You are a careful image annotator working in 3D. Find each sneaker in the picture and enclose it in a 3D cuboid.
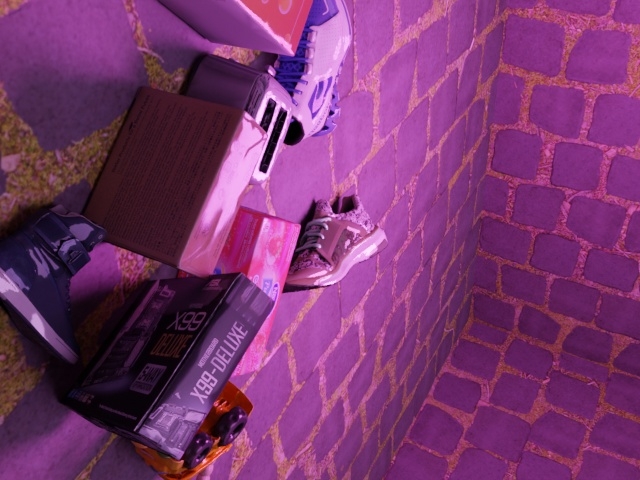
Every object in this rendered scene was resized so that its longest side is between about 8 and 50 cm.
[{"bbox_3d":[-0.344,0.057,0.874,0.163,0.086,0.226,-52,147,-31],"label":"sneaker"},{"bbox_3d":[0.000,0.000,1.540,0.410,0.158,0.182,-32,103,-52],"label":"sneaker"},{"bbox_3d":[-0.040,-0.307,1.205,0.182,0.128,0.315,-47,147,-46],"label":"sneaker"}]

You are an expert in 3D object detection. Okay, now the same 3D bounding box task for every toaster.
[{"bbox_3d":[-0.146,-0.183,1.048,0.129,0.147,0.226,29,80,-64],"label":"toaster"}]

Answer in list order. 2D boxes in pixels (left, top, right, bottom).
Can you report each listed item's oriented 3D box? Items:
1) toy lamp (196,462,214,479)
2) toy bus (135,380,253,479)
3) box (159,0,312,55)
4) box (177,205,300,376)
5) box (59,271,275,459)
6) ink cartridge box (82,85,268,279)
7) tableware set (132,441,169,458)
[{"bbox_3d":[-0.240,0.481,1.380,0.080,0.080,0.274,15,93,-65],"label":"toy lamp"},{"bbox_3d":[-0.261,0.382,1.225,0.220,0.149,0.211,-25,145,-54],"label":"toy bus"},{"bbox_3d":[-0.144,-0.426,0.865,0.345,0.168,0.214,21,87,-65],"label":"box"},{"bbox_3d":[-0.165,0.088,1.193,0.154,0.142,0.299,11,97,-66],"label":"box"},{"bbox_3d":[-0.229,0.167,0.938,0.076,0.307,0.242,45,61,-25],"label":"box"},{"bbox_3d":[-0.209,-0.085,0.927,0.234,0.193,0.088,-68,154,-7],"label":"ink cartridge box"},{"bbox_3d":[-0.298,0.296,1.085,0.024,0.154,0.104,-43,-160,44],"label":"tableware set"}]
